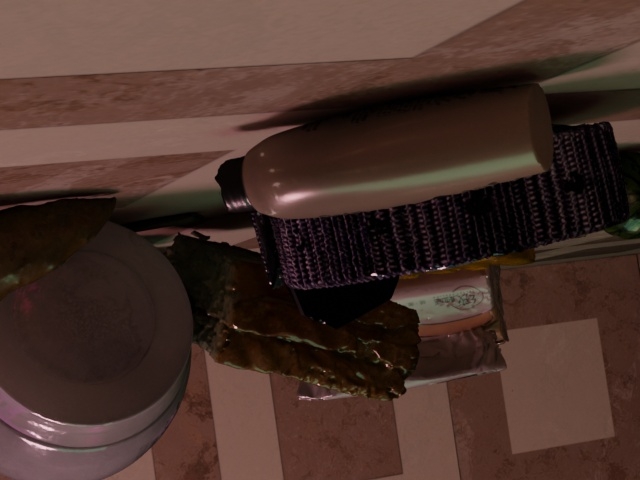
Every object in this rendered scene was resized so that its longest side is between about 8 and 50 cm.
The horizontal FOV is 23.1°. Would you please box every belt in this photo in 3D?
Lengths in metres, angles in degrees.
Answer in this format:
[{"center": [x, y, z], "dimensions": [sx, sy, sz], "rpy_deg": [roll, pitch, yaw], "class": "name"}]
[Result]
[{"center": [0.106, -0.033, 1.364], "dimensions": [0.325, 0.122, 0.260], "rpy_deg": [-12, -178, 31], "class": "belt"}]

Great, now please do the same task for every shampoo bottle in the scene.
[{"center": [0.042, -0.062, 1.182], "dimensions": [0.257, 0.078, 0.127], "rpy_deg": [-8, -171, 21], "class": "shampoo bottle"}, {"center": [-0.274, 0.122, 1.694], "dimensions": [0.273, 0.273, 0.266], "rpy_deg": [-6, 162, -23], "class": "shampoo bottle"}]

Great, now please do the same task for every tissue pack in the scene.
[{"center": [0.103, 0.103, 2.186], "dimensions": [0.306, 0.238, 0.238], "rpy_deg": [-9, 175, 8], "class": "tissue pack"}]

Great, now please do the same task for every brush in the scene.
[{"center": [-0.225, -0.004, 1.786], "dimensions": [0.190, 0.027, 0.034], "rpy_deg": [-10, 175, 14], "class": "brush"}]

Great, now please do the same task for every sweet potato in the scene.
[{"center": [-0.394, 0.035, 1.453], "dimensions": [0.423, 0.130, 0.130], "rpy_deg": [-16, 175, 2], "class": "sweet potato"}]

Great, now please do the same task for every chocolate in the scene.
[{"center": [0.000, 0.000, 1.687], "dimensions": [0.156, 0.156, 0.133], "rpy_deg": [-6, -168, -22], "class": "chocolate"}]

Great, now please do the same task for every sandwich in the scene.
[{"center": [-0.067, 0.084, 1.890], "dimensions": [0.262, 0.131, 0.325], "rpy_deg": [15, -177, -29], "class": "sandwich"}]

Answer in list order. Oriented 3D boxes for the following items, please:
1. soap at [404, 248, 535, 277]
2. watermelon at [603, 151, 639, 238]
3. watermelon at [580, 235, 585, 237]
[{"center": [0.140, -0.010, 1.909], "dimensions": [0.204, 0.096, 0.324], "rpy_deg": [-8, 176, 17], "class": "soap"}, {"center": [0.344, -0.050, 1.741], "dimensions": [0.109, 0.109, 0.109], "rpy_deg": [-8, 176, -1], "class": "watermelon"}, {"center": [0.266, -0.052, 1.814], "dimensions": [0.069, 0.087, 0.163], "rpy_deg": [26, -167, 31], "class": "watermelon"}]
